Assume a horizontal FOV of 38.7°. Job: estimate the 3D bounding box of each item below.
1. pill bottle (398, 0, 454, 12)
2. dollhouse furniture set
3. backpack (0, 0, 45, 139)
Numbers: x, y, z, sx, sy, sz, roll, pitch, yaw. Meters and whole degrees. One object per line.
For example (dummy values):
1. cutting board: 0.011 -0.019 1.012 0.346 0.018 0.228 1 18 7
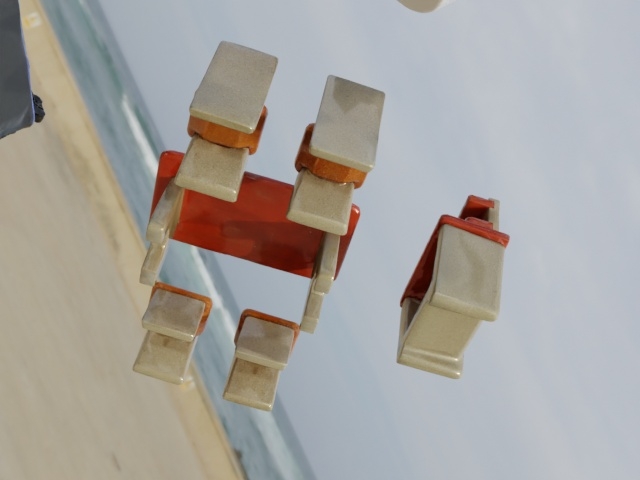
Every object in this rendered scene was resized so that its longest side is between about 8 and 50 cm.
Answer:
1. pill bottle: 0.179 -0.324 0.805 0.160 0.283 0.160 51 -16 21
2. dollhouse furniture set: 0.000 0.000 0.682 0.135 0.259 0.262 -78 -174 -48
3. backpack: -0.326 -0.165 0.742 0.173 0.117 0.158 28 -44 22
